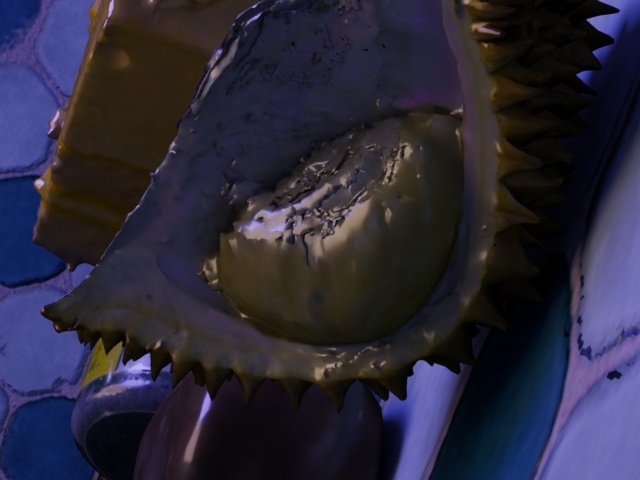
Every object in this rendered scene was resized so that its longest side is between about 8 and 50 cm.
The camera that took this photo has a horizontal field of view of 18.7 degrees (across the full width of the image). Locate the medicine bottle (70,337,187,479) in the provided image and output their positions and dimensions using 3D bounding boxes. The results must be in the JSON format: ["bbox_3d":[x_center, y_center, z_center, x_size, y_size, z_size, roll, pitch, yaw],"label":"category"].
[{"bbox_3d":[-0.070,0.034,1.367,0.141,0.141,0.293,120,169,-52],"label":"medicine bottle"}]

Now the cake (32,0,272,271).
[{"bbox_3d":[-0.017,-0.124,1.085,0.286,0.227,0.222,116,168,-49],"label":"cake"}]

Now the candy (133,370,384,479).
[{"bbox_3d":[-0.036,0.121,1.021,0.234,0.104,0.102,128,156,-69],"label":"candy"}]

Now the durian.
[{"bbox_3d":[0.027,-0.052,0.789,0.306,0.166,0.172,-50,20,41],"label":"durian"}]

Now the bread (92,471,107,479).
[{"bbox_3d":[-0.162,0.264,1.606,0.181,0.096,0.222,138,153,-69],"label":"bread"}]
